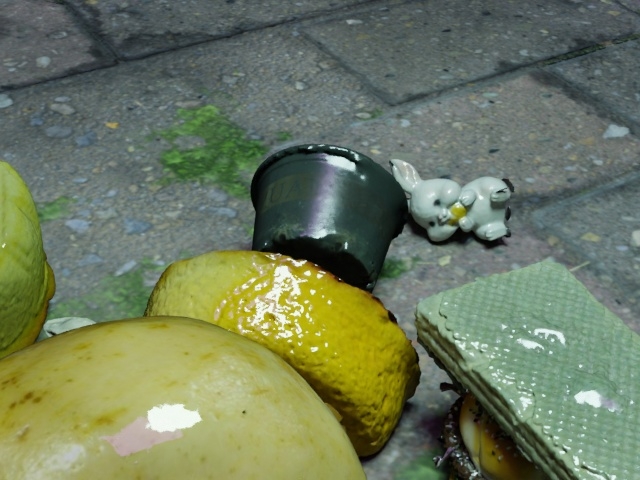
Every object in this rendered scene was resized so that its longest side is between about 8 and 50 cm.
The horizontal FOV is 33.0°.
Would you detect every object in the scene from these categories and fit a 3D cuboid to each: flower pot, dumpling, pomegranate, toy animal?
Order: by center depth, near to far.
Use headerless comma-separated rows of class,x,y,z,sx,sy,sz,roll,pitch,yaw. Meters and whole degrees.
pomegranate,-0.116,0.185,0.660,0.307,0.307,0.307,3,38,-2
dumpling,-0.208,0.091,0.970,0.077,0.043,0.059,14,17,17
flower pot,0.000,0.000,1.030,0.157,0.157,0.107,9,52,5
toy animal,0.137,-0.041,1.145,0.124,0.071,0.085,-3,40,-9

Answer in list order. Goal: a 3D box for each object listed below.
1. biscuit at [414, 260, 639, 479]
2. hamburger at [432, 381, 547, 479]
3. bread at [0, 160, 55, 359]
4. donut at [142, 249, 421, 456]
biscuit,0.195,0.109,0.826,0.150,0.052,0.252,-13,40,-24
hamburger,0.187,0.164,0.874,0.189,0.093,0.164,10,38,4
bread,-0.374,0.024,0.953,0.269,0.148,0.270,4,42,-3
donut,-0.048,0.084,0.905,0.259,0.152,0.101,11,46,12
